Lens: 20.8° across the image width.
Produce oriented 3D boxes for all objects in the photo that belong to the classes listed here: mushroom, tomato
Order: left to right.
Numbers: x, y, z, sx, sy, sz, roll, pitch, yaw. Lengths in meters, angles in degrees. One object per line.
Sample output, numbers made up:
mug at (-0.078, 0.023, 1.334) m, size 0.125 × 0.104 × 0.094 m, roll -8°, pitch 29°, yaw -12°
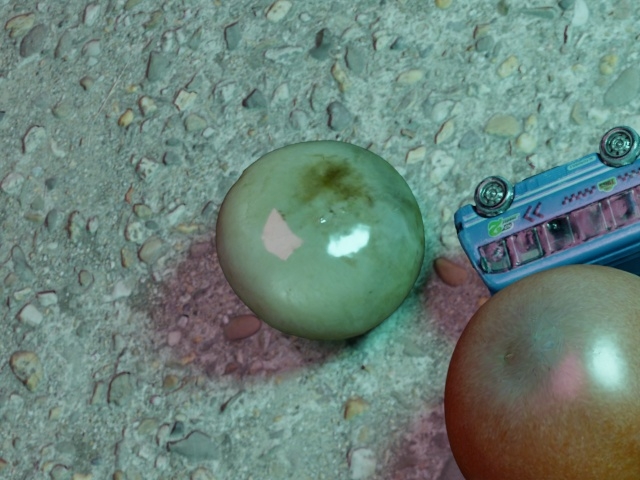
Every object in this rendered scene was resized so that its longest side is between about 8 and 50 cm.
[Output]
mushroom at (0.000, 0.000, 1.883) m, size 0.226 × 0.178 × 0.227 m, roll 0°, pitch 73°, yaw -1°
tomato at (0.238, 0.147, 1.612) m, size 0.255 × 0.224 × 0.256 m, roll -23°, pitch 52°, yaw 32°

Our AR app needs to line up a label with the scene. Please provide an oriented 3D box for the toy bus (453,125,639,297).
toy bus at (0.266, -0.014, 1.745) m, size 0.246 × 0.113 × 0.134 m, roll -22°, pitch 61°, yaw 19°
